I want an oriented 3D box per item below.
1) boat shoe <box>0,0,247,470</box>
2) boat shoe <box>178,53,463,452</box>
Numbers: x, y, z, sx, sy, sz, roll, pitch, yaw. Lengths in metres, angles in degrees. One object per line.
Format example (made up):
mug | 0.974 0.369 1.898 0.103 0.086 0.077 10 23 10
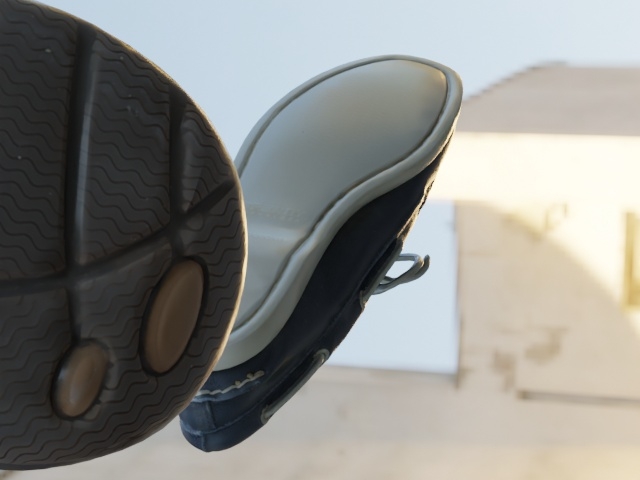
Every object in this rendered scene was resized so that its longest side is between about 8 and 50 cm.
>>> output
boat shoe | -0.194 -0.036 0.472 0.132 0.355 0.130 -65 9 -12
boat shoe | 0.000 0.000 0.964 0.254 0.095 0.079 -57 -31 -44
